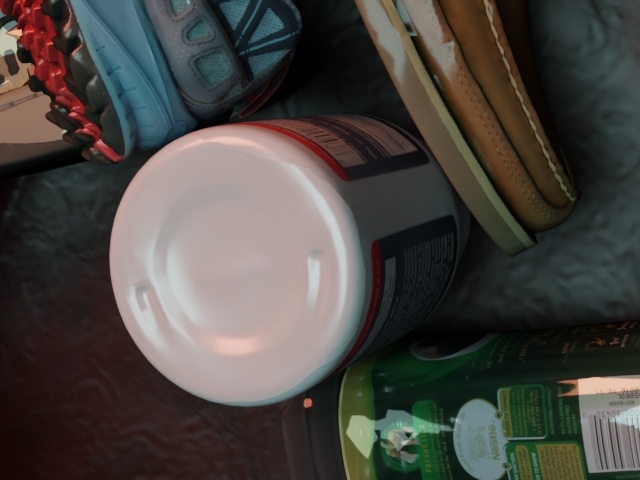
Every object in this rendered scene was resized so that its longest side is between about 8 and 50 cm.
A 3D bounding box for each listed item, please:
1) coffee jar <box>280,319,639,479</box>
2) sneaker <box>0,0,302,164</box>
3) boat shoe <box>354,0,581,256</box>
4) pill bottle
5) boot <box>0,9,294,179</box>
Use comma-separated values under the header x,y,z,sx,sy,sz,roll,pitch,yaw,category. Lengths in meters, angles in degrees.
x,y,z,sx,sy,sz,roll,pitch,yaw,category
0.079,0.081,0.627,0.184,0.096,0.079,-6,96,24,coffee jar
-0.087,-0.167,0.577,0.104,0.125,0.262,-14,95,66,sneaker
0.054,-0.148,0.599,0.104,0.111,0.307,-24,93,9,boat shoe
0.000,0.000,0.603,0.108,0.180,0.108,3,98,23,pill bottle
-0.216,-0.164,0.697,0.377,0.138,0.284,-10,94,20,boot
